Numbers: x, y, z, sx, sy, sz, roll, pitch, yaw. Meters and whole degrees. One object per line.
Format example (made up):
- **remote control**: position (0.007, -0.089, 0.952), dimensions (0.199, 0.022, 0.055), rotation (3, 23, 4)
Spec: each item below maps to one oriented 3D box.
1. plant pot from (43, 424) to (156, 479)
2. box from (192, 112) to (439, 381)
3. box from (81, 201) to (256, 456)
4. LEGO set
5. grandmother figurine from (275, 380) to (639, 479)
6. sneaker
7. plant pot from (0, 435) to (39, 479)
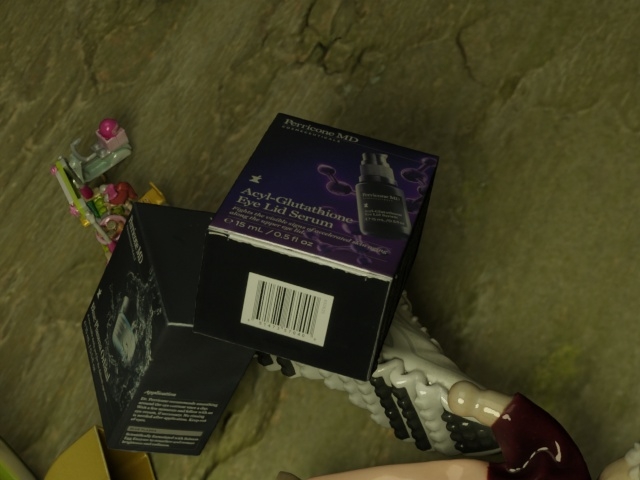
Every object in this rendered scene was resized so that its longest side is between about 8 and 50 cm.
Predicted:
- **plant pot**: position (-0.197, 0.226, 1.283), dimensions (0.083, 0.081, 0.081), rotation (-33, 52, 14)
- **box**: position (0.000, 0.000, 1.214), dimensions (0.153, 0.108, 0.207), rotation (15, 34, 6)
- **box**: position (-0.134, 0.078, 1.285), dimensions (0.093, 0.158, 0.156), rotation (9, 38, -28)
- **LEGO set**: position (-0.165, -0.024, 1.414), dimensions (0.287, 0.107, 0.132), rotation (31, 73, 33)
- **grandmother figurine**: position (0.138, 0.211, 1.149), dimensions (0.342, 0.104, 0.208), rotation (-7, 100, 8)
- **sneaker**: position (0.051, 0.087, 1.271), dimensions (0.292, 0.110, 0.118), rotation (26, 61, 31)
- **plant pot**: position (-0.374, 0.245, 1.248), dimensions (0.207, 0.227, 0.228), rotation (1, 58, 13)
